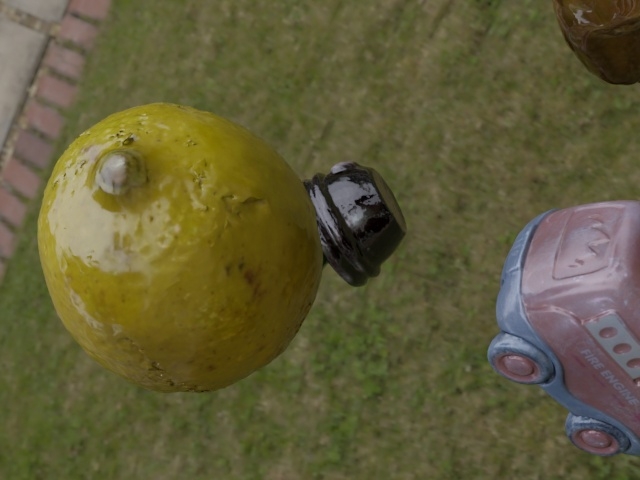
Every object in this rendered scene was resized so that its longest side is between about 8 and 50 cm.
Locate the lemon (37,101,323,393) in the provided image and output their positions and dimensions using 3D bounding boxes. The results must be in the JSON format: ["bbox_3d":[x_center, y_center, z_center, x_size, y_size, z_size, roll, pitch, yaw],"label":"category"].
[{"bbox_3d":[-0.130,0.005,1.128,0.258,0.310,0.258,-9,58,15],"label":"lemon"}]

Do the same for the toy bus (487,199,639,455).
[{"bbox_3d":[0.337,0.084,1.289,0.232,0.294,0.197,-23,32,47],"label":"toy bus"}]

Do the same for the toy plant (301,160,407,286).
[{"bbox_3d":[0.000,0.000,1.757,0.235,0.218,0.175,-31,91,12],"label":"toy plant"}]

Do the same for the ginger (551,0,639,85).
[{"bbox_3d":[0.221,-0.275,0.947,0.133,0.107,0.309,-164,69,-75],"label":"ginger"}]
